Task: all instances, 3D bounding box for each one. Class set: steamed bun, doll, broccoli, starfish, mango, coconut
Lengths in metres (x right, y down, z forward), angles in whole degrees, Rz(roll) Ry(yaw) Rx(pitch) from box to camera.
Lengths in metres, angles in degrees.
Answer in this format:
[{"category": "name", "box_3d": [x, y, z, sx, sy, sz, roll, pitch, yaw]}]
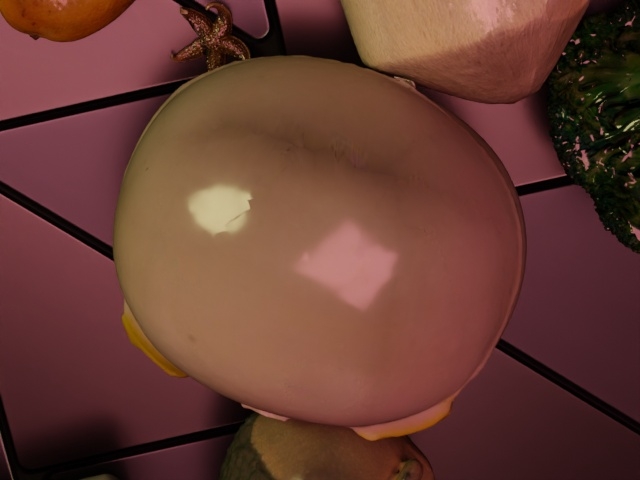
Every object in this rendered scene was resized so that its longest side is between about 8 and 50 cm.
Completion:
[{"category": "steamed bun", "box_3d": [-0.002, 0.001, 1.782, 0.374, 0.334, 0.334, 19, 103, 13]}, {"category": "doll", "box_3d": [0.003, 0.311, 1.917, 0.247, 0.247, 0.349, 14, 117, -7]}, {"category": "broccoli", "box_3d": [0.346, -0.127, 1.801, 0.297, 0.297, 0.297, -3, 77, 12]}, {"category": "starfish", "box_3d": [-0.103, -0.184, 1.884, 0.078, 0.028, 0.091, 9, 106, 0]}, {"category": "mango", "box_3d": [-0.223, -0.247, 1.832, 0.165, 0.089, 0.115, -18, 95, -2]}, {"category": "coconut", "box_3d": [0.129, -0.248, 1.779, 0.237, 0.237, 0.266, -19, 98, 1]}]

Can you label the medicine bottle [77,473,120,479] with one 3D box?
[{"category": "medicine bottle", "box_3d": [-0.355, 0.374, 1.912, 0.388, 0.219, 0.219, -14, 105, 0]}]
